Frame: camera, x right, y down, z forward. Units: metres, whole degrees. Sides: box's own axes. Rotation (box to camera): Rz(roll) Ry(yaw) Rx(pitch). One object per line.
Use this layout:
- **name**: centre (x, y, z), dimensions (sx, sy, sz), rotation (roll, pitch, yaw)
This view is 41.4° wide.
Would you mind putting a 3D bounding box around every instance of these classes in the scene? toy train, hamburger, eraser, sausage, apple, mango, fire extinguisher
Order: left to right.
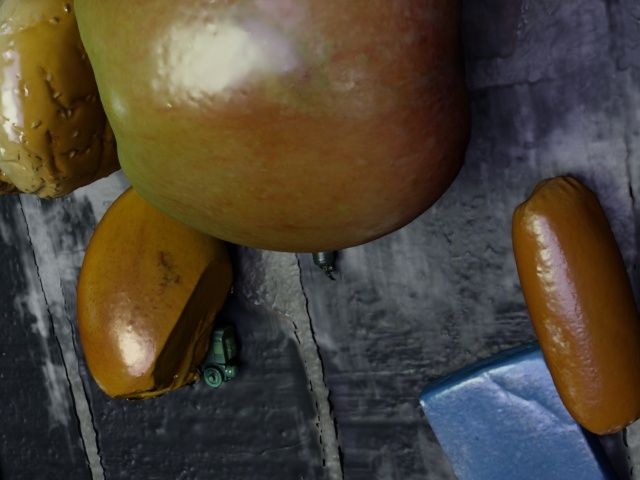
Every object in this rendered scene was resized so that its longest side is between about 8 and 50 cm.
- **hamburger**: centre (-0.269, -0.153, 0.844), dimensions (0.163, 0.244, 0.244), rotation (6, 106, 17)
- **mango**: centre (-0.177, 0.047, 0.900), dimensions (0.154, 0.126, 0.252), rotation (4, 84, 15)
- **toy train**: centre (-0.162, 0.131, 0.976), dimensions (0.148, 0.038, 0.071), rotation (-2, 100, 23)
- **apple**: centre (-0.038, -0.162, 0.680), dimensions (0.305, 0.338, 0.338), rotation (-3, 103, 9)
- **fire extinguisher**: centre (0.000, 0.000, 0.884), dimensions (0.038, 0.025, 0.083), rotation (9, 111, 60)
- **eraser**: centre (0.229, 0.262, 0.847), dimensions (0.144, 0.042, 0.312), rotation (-27, 93, 26)
- **sausage**: centre (0.234, 0.058, 0.766), dimensions (0.098, 0.098, 0.238), rotation (-15, 99, 25)
